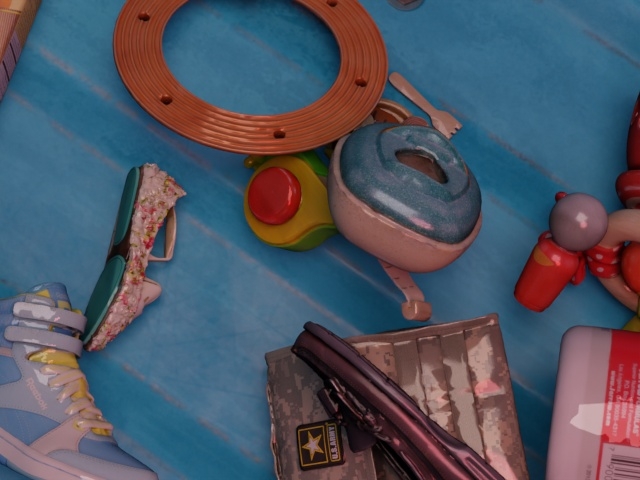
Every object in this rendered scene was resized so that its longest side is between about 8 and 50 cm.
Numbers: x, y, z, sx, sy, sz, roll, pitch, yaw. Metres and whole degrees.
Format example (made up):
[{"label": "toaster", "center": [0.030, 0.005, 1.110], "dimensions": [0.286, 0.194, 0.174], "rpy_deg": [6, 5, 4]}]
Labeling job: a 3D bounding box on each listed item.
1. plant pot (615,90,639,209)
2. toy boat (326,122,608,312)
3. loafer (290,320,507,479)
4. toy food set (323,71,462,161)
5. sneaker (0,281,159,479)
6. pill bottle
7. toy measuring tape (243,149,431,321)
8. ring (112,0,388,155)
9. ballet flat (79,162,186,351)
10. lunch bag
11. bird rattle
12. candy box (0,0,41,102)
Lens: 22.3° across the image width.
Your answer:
[{"label": "plant pot", "center": [0.454, -0.101, 1.951], "dimensions": [0.191, 0.191, 0.174], "rpy_deg": [24, 78, 3]}, {"label": "toy boat", "center": [0.163, -0.044, 1.854], "dimensions": [0.318, 0.267, 0.148], "rpy_deg": [26, 114, -6]}, {"label": "loafer", "center": [0.077, 0.211, 1.719], "dimensions": [0.302, 0.109, 0.095], "rpy_deg": [40, 85, 4]}, {"label": "toy food set", "center": [0.072, -0.119, 2.007], "dimensions": [0.132, 0.038, 0.192], "rpy_deg": [42, 76, 8]}, {"label": "sneaker", "center": [-0.286, 0.164, 1.815], "dimensions": [0.319, 0.127, 0.208], "rpy_deg": [23, 83, 22]}, {"label": "pill bottle", "center": [0.456, 0.227, 1.776], "dimensions": [0.408, 0.229, 0.229], "rpy_deg": [7, 74, 9]}, {"label": "toy measuring tape", "center": [0.000, 0.000, 1.910], "dimensions": [0.121, 0.121, 0.330], "rpy_deg": [-31, 62, -11]}, {"label": "ring", "center": [-0.085, -0.225, 1.978], "dimensions": [0.337, 0.032, 0.336], "rpy_deg": [5, 52, -7]}, {"label": "ballet flat", "center": [-0.217, 0.025, 1.931], "dimensions": [0.077, 0.091, 0.241], "rpy_deg": [21, 77, -23]}, {"label": "lunch bag", "center": [0.081, 0.221, 1.852], "dimensions": [0.287, 0.169, 0.235], "rpy_deg": [-9, 79, 2]}, {"label": "bird rattle", "center": [0.377, 0.029, 1.913], "dimensions": [0.143, 0.207, 0.253], "rpy_deg": [-37, 89, -31]}, {"label": "candy box", "center": [-0.458, -0.267, 1.989], "dimensions": [0.183, 0.087, 0.316], "rpy_deg": [18, 75, 1]}]
